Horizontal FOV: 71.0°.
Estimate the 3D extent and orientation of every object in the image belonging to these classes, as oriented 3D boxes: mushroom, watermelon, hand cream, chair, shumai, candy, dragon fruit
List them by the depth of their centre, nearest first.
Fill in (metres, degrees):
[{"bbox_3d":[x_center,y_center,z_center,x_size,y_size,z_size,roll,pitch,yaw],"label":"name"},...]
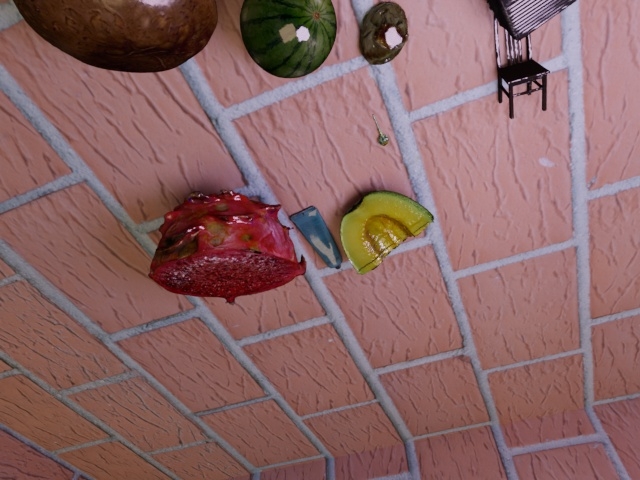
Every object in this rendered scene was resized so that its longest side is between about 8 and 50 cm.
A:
[{"bbox_3d":[-0.346,-0.404,0.776,0.345,0.345,0.239,-24,84,18],"label":"mushroom"},{"bbox_3d":[-0.067,-0.411,0.867,0.187,0.214,0.188,-8,104,-32],"label":"watermelon"},{"bbox_3d":[0.135,-0.415,0.925,0.098,0.087,0.124,5,131,-7],"label":"shumai"},{"bbox_3d":[0.422,-0.381,0.948,0.084,0.102,0.213,-14,129,10],"label":"chair"},{"bbox_3d":[0.142,-0.269,1.092,0.023,0.025,0.083,-36,116,-8],"label":"candy"},{"bbox_3d":[-0.236,0.004,1.153,0.385,0.249,0.371,-2,158,-15],"label":"dragon fruit"},{"bbox_3d":[0.000,0.000,1.300,0.083,0.048,0.224,-23,120,16],"label":"hand cream"}]

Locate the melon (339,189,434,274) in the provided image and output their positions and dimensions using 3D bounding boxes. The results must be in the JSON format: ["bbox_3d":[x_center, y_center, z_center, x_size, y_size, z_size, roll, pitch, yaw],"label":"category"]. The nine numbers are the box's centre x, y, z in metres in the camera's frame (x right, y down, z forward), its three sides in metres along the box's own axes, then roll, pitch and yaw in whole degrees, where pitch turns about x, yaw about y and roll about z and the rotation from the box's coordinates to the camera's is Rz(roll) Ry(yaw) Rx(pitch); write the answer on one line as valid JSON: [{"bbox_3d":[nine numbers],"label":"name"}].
[{"bbox_3d":[0.161,-0.054,1.211,0.169,0.129,0.265,46,121,-6],"label":"melon"}]

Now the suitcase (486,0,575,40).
[{"bbox_3d":[0.424,-0.539,0.753,0.335,0.152,0.229,-33,140,23],"label":"suitcase"}]
